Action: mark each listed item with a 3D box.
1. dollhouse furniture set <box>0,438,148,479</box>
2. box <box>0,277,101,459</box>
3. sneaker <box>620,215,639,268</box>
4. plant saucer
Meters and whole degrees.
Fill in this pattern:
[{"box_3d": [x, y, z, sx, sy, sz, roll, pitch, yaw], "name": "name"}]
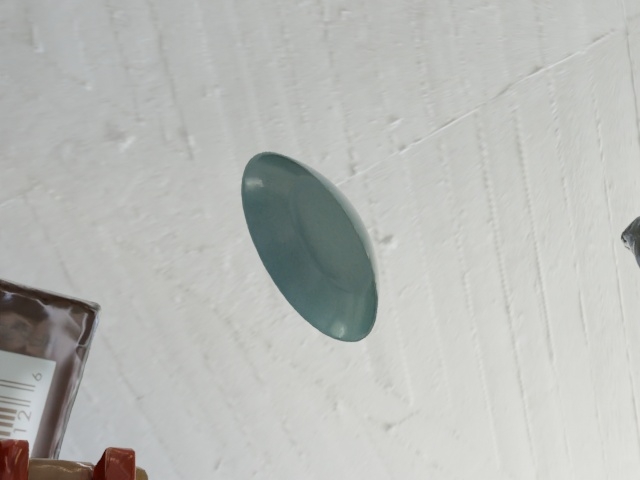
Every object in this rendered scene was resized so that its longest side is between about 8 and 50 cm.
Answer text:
[{"box_3d": [-0.075, 0.024, 0.253, 0.135, 0.259, 0.262, 6, -121, -16], "name": "dollhouse furniture set"}, {"box_3d": [-0.302, 0.081, 0.742, 0.381, 0.143, 0.191, 11, -96, 41], "name": "box"}, {"box_3d": [0.278, 0.040, 0.793, 0.109, 0.286, 0.130, -39, -130, 29], "name": "sneaker"}, {"box_3d": [0.000, 0.000, 1.284, 0.037, 0.195, 0.195, -31, -89, -27], "name": "plant saucer"}]
